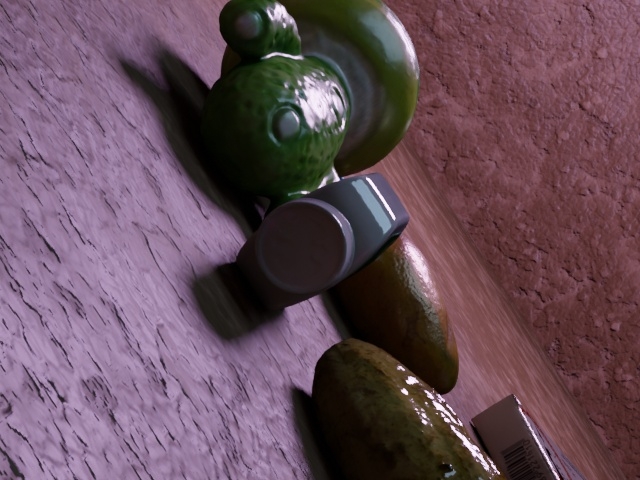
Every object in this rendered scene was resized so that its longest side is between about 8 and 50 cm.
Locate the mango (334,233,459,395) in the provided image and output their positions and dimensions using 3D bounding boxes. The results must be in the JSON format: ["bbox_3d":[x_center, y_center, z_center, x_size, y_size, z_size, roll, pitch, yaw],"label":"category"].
[{"bbox_3d":[0.070,0.064,1.558,0.115,0.089,0.165,58,8,-63],"label":"mango"}]

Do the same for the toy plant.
[{"bbox_3d":[-0.018,-0.119,1.477,0.316,0.184,0.224,-65,141,-69],"label":"toy plant"}]

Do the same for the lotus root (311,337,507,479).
[{"bbox_3d":[0.066,0.157,1.140,0.110,0.097,0.258,44,12,-48],"label":"lotus root"}]

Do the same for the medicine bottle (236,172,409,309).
[{"bbox_3d":[0.000,0.000,1.244,0.069,0.119,0.183,58,9,3],"label":"medicine bottle"}]

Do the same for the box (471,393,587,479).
[{"bbox_3d":[0.301,0.338,1.969,0.353,0.069,0.214,45,15,-51],"label":"box"}]

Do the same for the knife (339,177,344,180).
[{"bbox_3d":[0.005,-0.093,1.978,0.296,0.026,0.044,51,-1,-37],"label":"knife"}]
